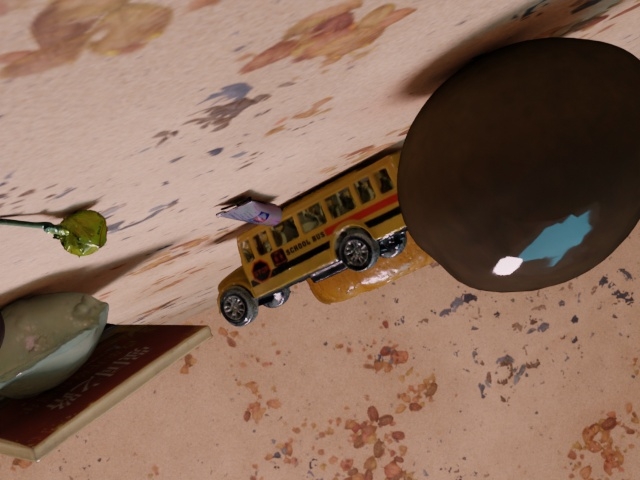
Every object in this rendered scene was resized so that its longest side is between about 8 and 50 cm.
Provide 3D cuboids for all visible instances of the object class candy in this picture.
[{"bbox_3d":[-0.197,-0.010,0.674,0.035,0.035,0.123,-13,170,19],"label":"candy"}]

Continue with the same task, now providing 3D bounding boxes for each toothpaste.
[{"bbox_3d":[-0.074,-0.032,1.059,0.045,0.028,0.170,-18,175,11],"label":"toothpaste"}]

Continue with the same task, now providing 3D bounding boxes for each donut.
[{"bbox_3d":[0.110,-0.012,1.568,0.317,0.150,0.299,-26,179,25],"label":"donut"}]

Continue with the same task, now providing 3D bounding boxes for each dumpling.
[{"bbox_3d":[-0.333,0.119,1.008,0.216,0.105,0.149,-20,168,32],"label":"dumpling"}]

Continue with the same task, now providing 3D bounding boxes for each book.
[{"bbox_3d":[-0.342,0.172,1.143,0.373,0.028,0.262,-5,-160,43],"label":"book"}]

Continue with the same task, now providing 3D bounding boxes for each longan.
[{"bbox_3d":[0.188,-0.071,0.823,0.248,0.248,0.248,-24,176,-2],"label":"longan"}]

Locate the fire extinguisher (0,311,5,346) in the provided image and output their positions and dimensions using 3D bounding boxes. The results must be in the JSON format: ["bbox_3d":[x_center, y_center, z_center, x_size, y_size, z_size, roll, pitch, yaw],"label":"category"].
[{"bbox_3d":[-0.299,0.069,0.733,0.089,0.072,0.267,-32,179,-20],"label":"fire extinguisher"}]

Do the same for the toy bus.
[{"bbox_3d":[0.000,0.000,1.229,0.335,0.123,0.121,-26,177,29],"label":"toy bus"}]
